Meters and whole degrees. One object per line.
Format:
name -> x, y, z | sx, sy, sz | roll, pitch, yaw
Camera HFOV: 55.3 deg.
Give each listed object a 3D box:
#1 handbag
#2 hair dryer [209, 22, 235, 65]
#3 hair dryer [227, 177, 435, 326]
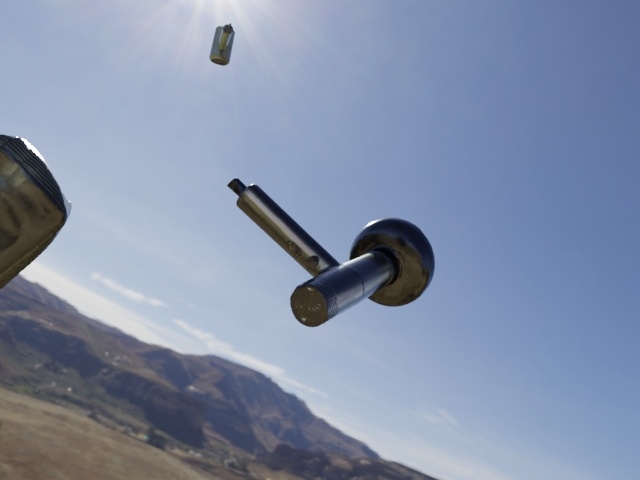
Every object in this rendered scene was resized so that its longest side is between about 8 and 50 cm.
handbag -> -0.644, -0.040, 1.169 | 0.247, 0.340, 0.240 | 48, -4, -12
hair dryer -> -0.167, -0.357, 1.066 | 0.037, 0.063, 0.124 | 11, -8, -14
hair dryer -> 0.018, -0.012, 0.970 | 0.155, 0.284, 0.320 | -37, -18, 29
